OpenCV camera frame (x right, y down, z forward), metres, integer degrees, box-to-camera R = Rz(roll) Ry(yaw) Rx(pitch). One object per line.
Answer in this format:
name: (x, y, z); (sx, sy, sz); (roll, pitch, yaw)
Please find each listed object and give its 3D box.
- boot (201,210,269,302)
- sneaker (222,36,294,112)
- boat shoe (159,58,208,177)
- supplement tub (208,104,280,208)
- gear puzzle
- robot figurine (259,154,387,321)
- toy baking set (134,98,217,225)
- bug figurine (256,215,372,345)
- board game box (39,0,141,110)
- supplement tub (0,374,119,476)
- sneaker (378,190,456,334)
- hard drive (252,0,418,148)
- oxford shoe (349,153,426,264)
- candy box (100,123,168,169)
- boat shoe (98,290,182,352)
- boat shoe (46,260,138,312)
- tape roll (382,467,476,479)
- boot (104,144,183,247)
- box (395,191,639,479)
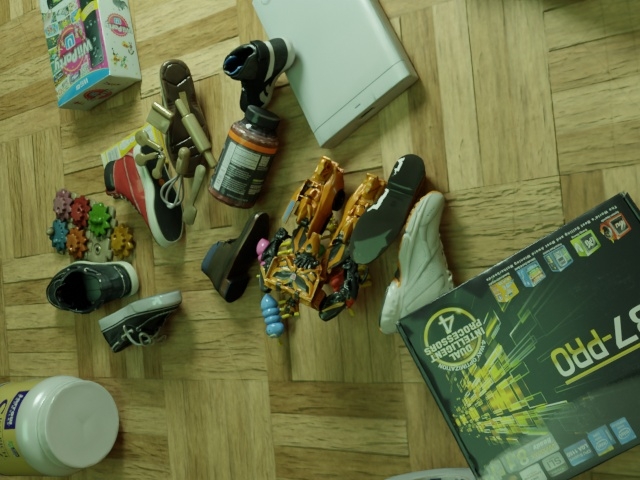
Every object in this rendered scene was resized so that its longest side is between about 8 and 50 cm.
boot: (-0.185, 0.014, 1.668); (0.106, 0.082, 0.219); (38, 115, 28)
sneaker: (-0.148, -0.324, 1.572); (0.217, 0.121, 0.079); (-48, 60, 51)
boat shoe: (-0.303, -0.268, 1.765); (0.095, 0.095, 0.257); (-158, 63, -73)
supplement tub: (-0.149, -0.171, 1.620); (0.106, 0.106, 0.198); (36, 112, 32)
gear puzzle: (-0.585, -0.017, 2.004); (0.339, 0.044, 0.175); (18, 102, 37)
robot figurine: (0.000, 0.000, 1.456); (0.211, 0.085, 0.291); (22, 81, 26)
toy baking set: (-0.302, -0.171, 1.701); (0.197, 0.030, 0.256); (-36, 84, 35)
bug figurine: (-0.042, 0.075, 1.563); (0.279, 0.072, 0.216); (-27, 74, 36)
board game box: (-0.564, -0.499, 1.946); (0.224, 0.097, 0.303); (-18, 81, 37)
supplement tub: (-0.681, 0.459, 1.969); (0.331, 0.241, 0.241); (-14, 83, 38)
sneaker: (0.190, 0.047, 1.382); (0.121, 0.099, 0.262); (16, 94, 10)
hard drive: (0.018, -0.386, 1.519); (0.233, 0.047, 0.353); (-36, 70, 33)
oxford shoe: (0.125, -0.044, 1.392); (0.076, 0.076, 0.212); (31, 84, 23)
candy box: (-0.446, -0.196, 1.902); (0.206, 0.027, 0.105); (-22, 81, 37)
boat shoe: (-0.408, 0.194, 1.830); (0.306, 0.113, 0.105); (-24, 83, 39)
boat shoe: (-0.596, 0.123, 1.966); (0.340, 0.113, 0.127); (-4, 101, 38)
tape roll: (0.190, 0.430, 1.295); (0.219, 0.219, 0.072); (-10, 84, 38)
boot: (-0.415, -0.085, 1.836); (0.176, 0.088, 0.244); (-22, 84, 37)
box: (0.354, 0.164, 1.167); (0.395, 0.097, 0.318); (-31, 72, 14)
